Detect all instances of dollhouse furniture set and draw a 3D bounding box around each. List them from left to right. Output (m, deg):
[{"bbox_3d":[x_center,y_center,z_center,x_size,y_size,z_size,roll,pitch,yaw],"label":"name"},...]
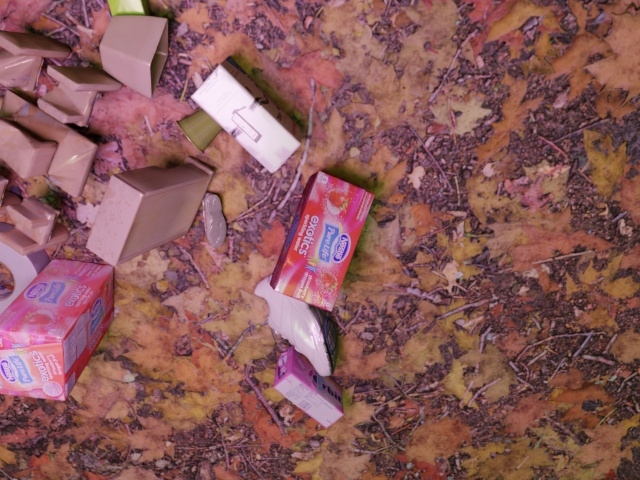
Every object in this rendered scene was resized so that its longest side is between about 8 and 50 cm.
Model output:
[{"bbox_3d":[-0.457,-0.151,1.120,0.394,0.256,0.362,32,111,9],"label":"dollhouse furniture set"}]

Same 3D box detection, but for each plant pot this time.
[{"bbox_3d":[-0.341,-0.345,1.028,0.096,0.109,0.109,15,158,-10],"label":"plant pot"},{"bbox_3d":[-0.231,-0.231,1.128,0.079,0.083,0.083,-38,110,1],"label":"plant pot"}]

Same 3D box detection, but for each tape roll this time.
[{"bbox_3d":[-0.723,0.070,1.256,0.219,0.072,0.219,0,115,-1],"label":"tape roll"}]

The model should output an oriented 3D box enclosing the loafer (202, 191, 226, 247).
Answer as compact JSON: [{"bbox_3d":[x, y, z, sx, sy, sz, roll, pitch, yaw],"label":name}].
[{"bbox_3d":[-0.235,-0.047,1.232,0.045,0.039,0.125,-18,122,-30],"label":"loafer"}]

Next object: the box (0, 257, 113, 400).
[{"bbox_3d":[-0.548,0.173,1.179,0.142,0.300,0.154,8,115,-5],"label":"box"}]

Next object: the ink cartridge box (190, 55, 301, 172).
[{"bbox_3d":[-0.135,-0.242,1.079,0.086,0.148,0.203,-43,109,15],"label":"ink cartridge box"}]

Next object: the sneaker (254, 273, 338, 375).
[{"bbox_3d":[-0.047,0.192,1.316,0.129,0.111,0.297,-19,107,20],"label":"sneaker"}]

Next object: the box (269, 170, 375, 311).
[{"bbox_3d":[0.000,0.000,1.158,0.128,0.122,0.257,21,88,-11],"label":"box"}]

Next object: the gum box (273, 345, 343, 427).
[{"bbox_3d":[-0.031,0.355,1.373,0.062,0.107,0.188,-42,108,16],"label":"gum box"}]

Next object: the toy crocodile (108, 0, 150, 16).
[{"bbox_3d":[-0.371,-0.546,0.974,0.115,0.105,0.341,-11,119,4],"label":"toy crocodile"}]
